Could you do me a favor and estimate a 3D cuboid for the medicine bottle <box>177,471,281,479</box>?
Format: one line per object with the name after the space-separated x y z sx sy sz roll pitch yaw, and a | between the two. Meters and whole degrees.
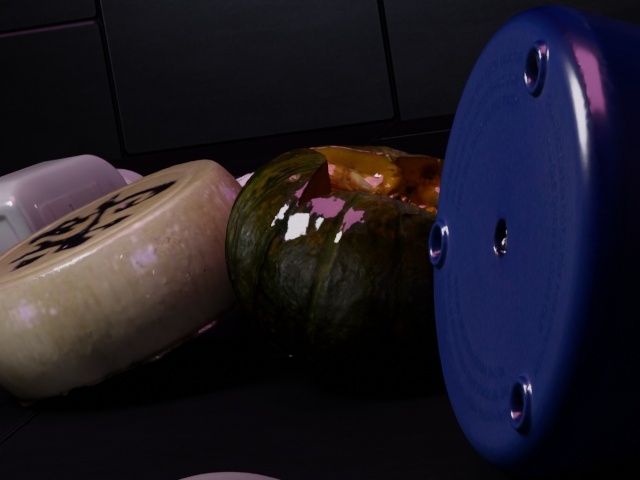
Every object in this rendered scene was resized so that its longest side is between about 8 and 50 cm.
-0.069 0.179 0.580 0.131 0.131 0.250 -4 21 30 | medicine bottle

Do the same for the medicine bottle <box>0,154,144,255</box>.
-0.247 0.004 1.803 0.111 0.161 0.296 -8 10 20 | medicine bottle

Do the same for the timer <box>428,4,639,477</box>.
0.282 0.010 1.120 0.384 0.270 0.270 3 6 -13 | timer

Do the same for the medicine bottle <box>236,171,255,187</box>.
0.000 0.000 1.715 0.179 0.124 0.324 -25 15 -18 | medicine bottle

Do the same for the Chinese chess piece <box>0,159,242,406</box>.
-0.167 0.031 1.544 0.257 0.104 0.257 -25 13 6 | Chinese chess piece

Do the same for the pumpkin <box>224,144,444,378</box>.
0.040 0.019 1.429 0.238 0.159 0.238 12 16 -3 | pumpkin
